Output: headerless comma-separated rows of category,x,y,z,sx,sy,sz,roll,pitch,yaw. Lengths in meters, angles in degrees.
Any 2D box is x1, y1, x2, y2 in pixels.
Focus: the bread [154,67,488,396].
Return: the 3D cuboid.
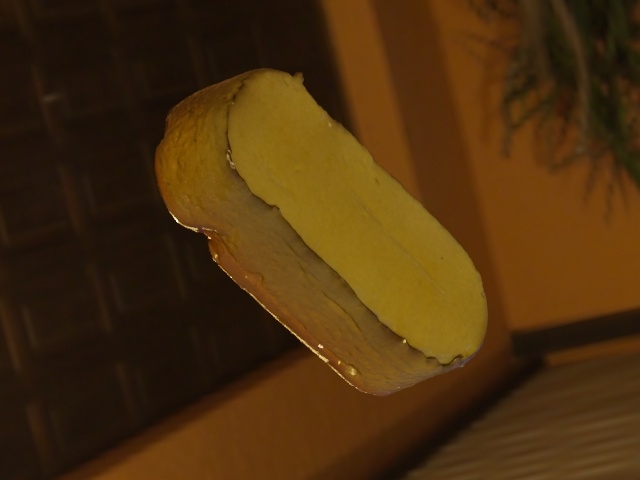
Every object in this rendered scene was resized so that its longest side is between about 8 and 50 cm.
bread,0.000,0.000,1.080,0.094,0.245,0.102,-19,-142,44
